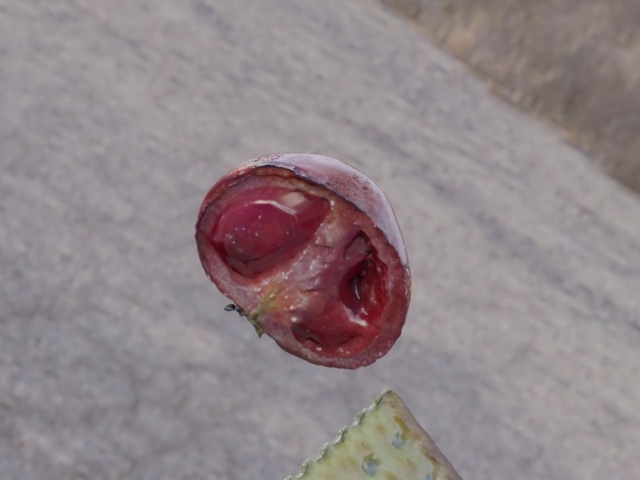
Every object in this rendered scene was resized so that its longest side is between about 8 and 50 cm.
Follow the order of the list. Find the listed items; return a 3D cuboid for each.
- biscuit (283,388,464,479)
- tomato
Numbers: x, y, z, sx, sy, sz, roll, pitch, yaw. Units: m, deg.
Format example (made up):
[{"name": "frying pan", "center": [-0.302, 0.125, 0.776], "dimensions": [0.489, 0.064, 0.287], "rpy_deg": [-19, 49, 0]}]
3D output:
[{"name": "biscuit", "center": [-0.001, 0.198, 1.021], "dimensions": [0.139, 0.231, 0.016], "rpy_deg": [53, -28, -8]}, {"name": "tomato", "center": [0.000, 0.000, 1.561], "dimensions": [0.189, 0.173, 0.099], "rpy_deg": [43, 41, -9]}]
